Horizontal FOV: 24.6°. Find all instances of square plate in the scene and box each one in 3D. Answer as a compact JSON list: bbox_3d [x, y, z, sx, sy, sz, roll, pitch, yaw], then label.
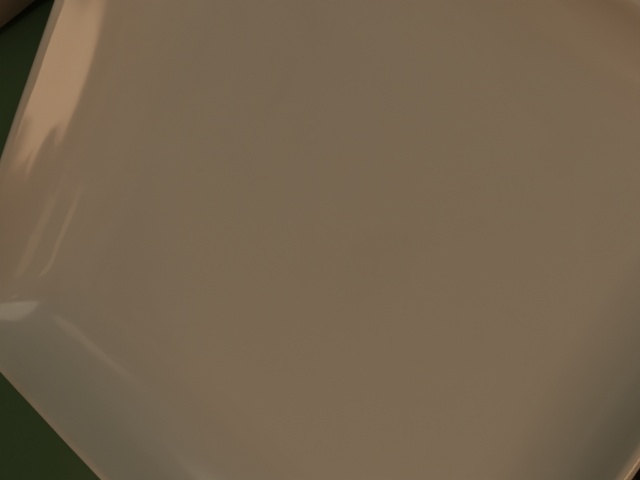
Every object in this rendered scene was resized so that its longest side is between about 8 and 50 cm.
[{"bbox_3d":[0.000,0.000,0.620,0.344,0.049,0.347,40,122,25],"label":"square plate"}]

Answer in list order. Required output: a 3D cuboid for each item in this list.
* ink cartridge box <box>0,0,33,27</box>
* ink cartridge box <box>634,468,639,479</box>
[{"bbox_3d":[-0.150,-0.263,0.737,0.278,0.117,0.201,-31,73,30],"label":"ink cartridge box"},{"bbox_3d":[0.203,0.027,0.545,0.206,0.045,0.208,-29,68,25],"label":"ink cartridge box"}]
